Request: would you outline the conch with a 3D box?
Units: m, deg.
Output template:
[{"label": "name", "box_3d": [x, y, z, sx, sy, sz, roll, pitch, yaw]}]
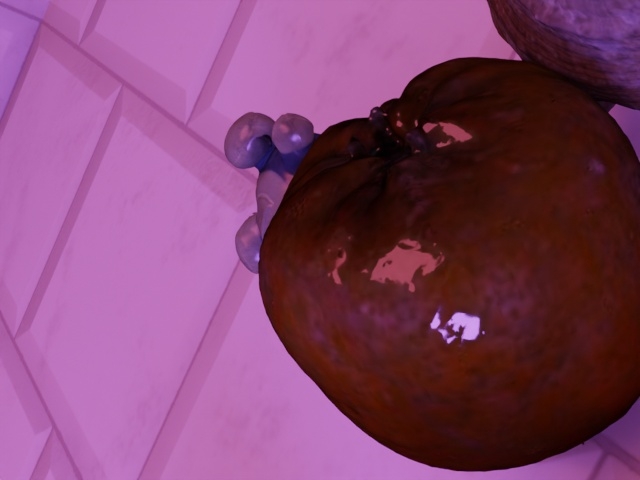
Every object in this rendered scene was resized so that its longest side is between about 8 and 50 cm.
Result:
[{"label": "conch", "box_3d": [0.247, -0.182, 0.624, 0.297, 0.210, 0.352, -17, 27, 27]}]

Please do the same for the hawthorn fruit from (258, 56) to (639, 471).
[{"label": "hawthorn fruit", "box_3d": [0.109, 0.037, 0.671, 0.268, 0.301, 0.267, -25, 25, 13]}]

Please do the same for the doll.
[{"label": "doll", "box_3d": [0.000, 0.000, 0.924, 0.258, 0.154, 0.228, -112, 19, -52]}]
